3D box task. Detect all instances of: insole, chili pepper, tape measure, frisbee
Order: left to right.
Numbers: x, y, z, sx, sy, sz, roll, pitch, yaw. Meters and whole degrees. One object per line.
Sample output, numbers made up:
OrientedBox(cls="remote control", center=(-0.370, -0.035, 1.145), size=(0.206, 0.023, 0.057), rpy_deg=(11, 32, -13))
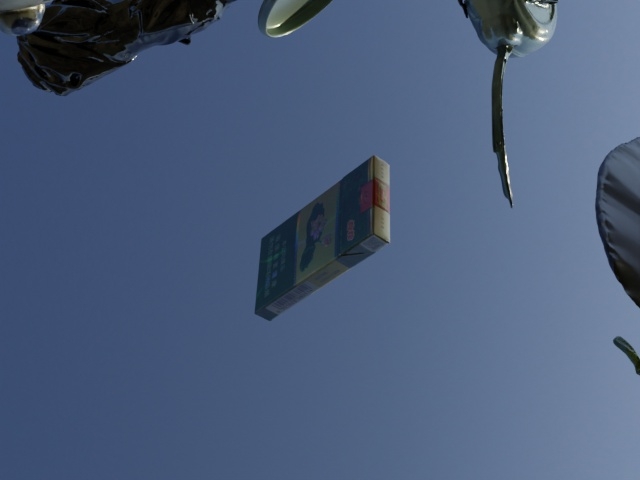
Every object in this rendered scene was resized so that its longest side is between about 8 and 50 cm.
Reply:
OrientedBox(cls="frisbee", center=(-0.004, -0.190, 0.747), size=(0.110, 0.110, 0.014), rpy_deg=(-39, -97, -17))
OrientedBox(cls="tape measure", center=(0.239, -0.210, 1.204), size=(0.164, 0.084, 0.331), rpy_deg=(-16, -86, -47))
OrientedBox(cls="chili pepper", center=(0.403, 0.148, 1.346), size=(0.017, 0.083, 0.030), rpy_deg=(-25, -52, 2))
OrientedBox(cls="insole", center=(0.173, -0.017, 0.444), size=(0.111, 0.007, 0.328), rpy_deg=(41, -150, 3))

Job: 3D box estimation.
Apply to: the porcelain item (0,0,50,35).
OrientedBox(cls="porcelain item", center=(-0.274, -0.228, 0.711), size=(0.288, 0.186, 0.138), rpy_deg=(-29, -97, -41))

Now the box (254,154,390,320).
OrientedBox(cls="box", center=(0.000, 0.000, 1.333), size=(0.034, 0.235, 0.132), rpy_deg=(30, -135, -29))

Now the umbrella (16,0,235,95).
OrientedBox(cls="umbrella", center=(-0.188, -0.256, 1.164), size=(0.340, 0.118, 0.118), rpy_deg=(-15, -97, 15))
